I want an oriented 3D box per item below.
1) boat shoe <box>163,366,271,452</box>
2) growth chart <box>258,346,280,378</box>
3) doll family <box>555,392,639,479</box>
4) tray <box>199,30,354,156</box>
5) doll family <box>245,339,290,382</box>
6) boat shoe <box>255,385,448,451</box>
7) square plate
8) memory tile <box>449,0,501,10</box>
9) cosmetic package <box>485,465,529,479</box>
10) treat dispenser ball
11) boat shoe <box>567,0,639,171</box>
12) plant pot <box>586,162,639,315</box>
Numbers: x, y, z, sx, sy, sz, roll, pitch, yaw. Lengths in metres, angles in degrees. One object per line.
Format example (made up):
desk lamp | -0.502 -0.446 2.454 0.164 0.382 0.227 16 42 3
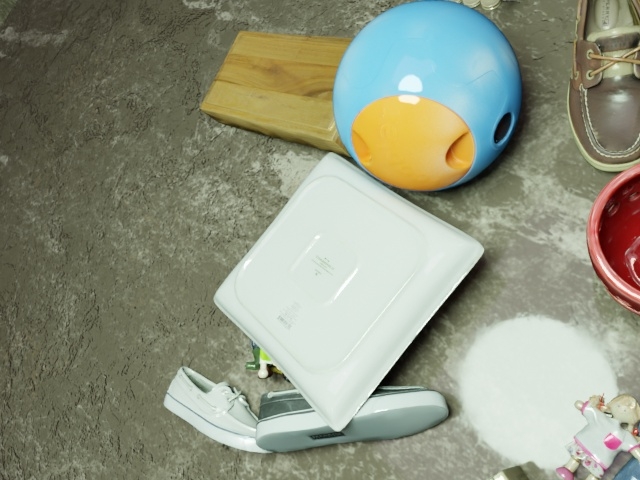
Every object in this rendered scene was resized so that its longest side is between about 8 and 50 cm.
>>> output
boat shoe | -0.179 0.296 0.966 0.258 0.095 0.084 14 84 30
growth chart | 0.006 0.127 0.907 0.237 0.021 0.172 -12 59 7
doll family | 0.430 0.289 0.646 0.163 0.118 0.263 -57 39 7
tray | -0.064 -0.313 1.101 0.411 0.076 0.203 22 84 39
doll family | -0.035 0.188 0.940 0.193 0.076 0.111 -25 58 15
boat shoe | 0.043 0.256 0.854 0.306 0.113 0.105 -18 46 20
square plate | 0.015 0.051 0.861 0.347 0.049 0.344 38 88 36
memory tile | 0.312 -0.508 1.034 0.113 0.012 0.148 21 83 32
cosmetic package | 0.277 0.436 0.632 0.113 0.160 0.309 -40 60 10
treat dispenser ball | 0.163 -0.221 0.849 0.288 0.288 0.288 -10 68 25
boat shoe | 0.436 -0.275 0.817 0.123 0.123 0.342 0 72 28
plant pot | 0.443 0.013 0.682 0.191 0.174 0.191 -10 67 25
